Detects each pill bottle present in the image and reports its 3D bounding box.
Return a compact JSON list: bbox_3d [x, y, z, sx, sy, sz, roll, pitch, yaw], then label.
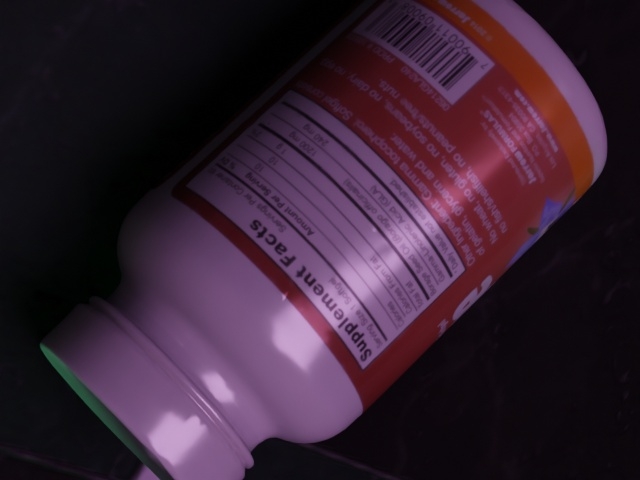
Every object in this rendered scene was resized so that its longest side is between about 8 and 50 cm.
[{"bbox_3d":[0.000,0.000,0.647,0.216,0.121,0.121,-43,132,-12],"label":"pill bottle"}]
